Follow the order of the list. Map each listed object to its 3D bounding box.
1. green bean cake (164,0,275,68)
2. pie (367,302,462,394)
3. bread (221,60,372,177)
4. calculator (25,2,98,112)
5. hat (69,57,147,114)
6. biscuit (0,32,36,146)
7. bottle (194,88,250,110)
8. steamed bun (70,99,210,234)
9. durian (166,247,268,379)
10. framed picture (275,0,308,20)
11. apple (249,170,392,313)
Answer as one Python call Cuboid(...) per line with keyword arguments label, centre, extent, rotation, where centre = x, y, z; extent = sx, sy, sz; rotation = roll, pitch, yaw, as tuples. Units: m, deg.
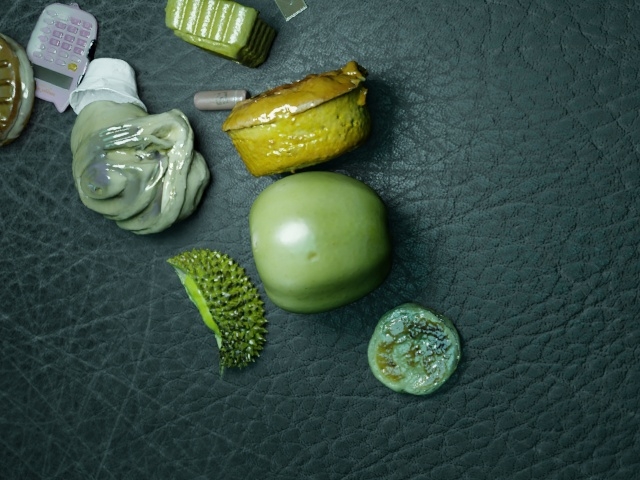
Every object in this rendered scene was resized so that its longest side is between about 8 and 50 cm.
Cuboid(label="green bean cake", centre=(-0.248, -0.520, 1.735), extent=(0.233, 0.236, 0.124), rotation=(22, 99, 9))
Cuboid(label="pie", centre=(0.231, 0.270, 1.762), extent=(0.241, 0.054, 0.240), rotation=(1, 94, 11))
Cuboid(label="bread", centre=(-0.039, -0.282, 1.673), extent=(0.359, 0.337, 0.204), rotation=(-18, 110, 13))
Cuboid(label="calculator", centre=(-0.715, -0.510, 1.948), extent=(0.194, 0.043, 0.294), rotation=(21, 94, 12))
Cuboid(label="hat", centre=(-0.551, -0.398, 1.859), extent=(0.203, 0.203, 0.126), rotation=(-6, 69, 13))
Cuboid(label="biscuit", centre=(-0.915, -0.412, 1.938), extent=(0.332, 0.103, 0.331), rotation=(1, 93, 26))
Cuboid(label="bottle", centre=(-0.255, -0.364, 1.839), extent=(0.140, 0.053, 0.053), rotation=(0, 93, 12))
Cuboid(label="steamed bun", centre=(-0.471, -0.183, 1.783), extent=(0.340, 0.247, 0.352), rotation=(-6, 103, 9))
Cuboid(label="durian", centre=(-0.260, 0.167, 1.860), extent=(0.169, 0.158, 0.351), rotation=(-33, 84, 47))
Cuboid(label="framed picture", centre=(-0.081, -0.614, 1.809), extent=(0.066, 0.007, 0.089), rotation=(-31, 86, 13))
Cuboid(label="apple", centre=(0.000, 0.000, 1.653), extent=(0.358, 0.357, 0.357), rotation=(1, 93, 13))
